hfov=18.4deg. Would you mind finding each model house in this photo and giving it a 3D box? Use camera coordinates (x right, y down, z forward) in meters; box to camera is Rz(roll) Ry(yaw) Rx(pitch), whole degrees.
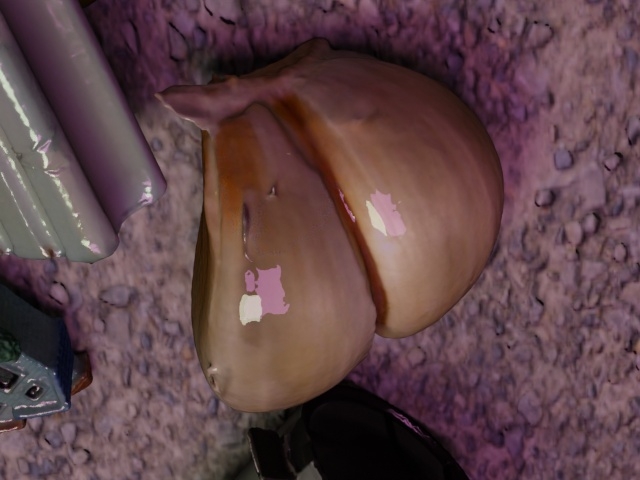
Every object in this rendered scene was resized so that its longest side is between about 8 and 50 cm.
[{"bbox_3d":[-0.271,0.123,1.749,0.148,0.119,0.148,29,118,-29],"label":"model house"}]

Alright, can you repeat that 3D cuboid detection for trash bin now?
[{"bbox_3d":[-0.008,0.297,1.807,0.277,0.217,0.262,27,118,-31],"label":"trash bin"}]

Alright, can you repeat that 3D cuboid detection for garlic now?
[{"bbox_3d":[0.000,0.000,1.642,0.249,0.286,0.313,17,128,40],"label":"garlic"}]

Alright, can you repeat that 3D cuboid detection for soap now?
[{"bbox_3d":[-0.281,-0.148,1.518,0.208,0.115,0.347,1,130,35],"label":"soap"}]

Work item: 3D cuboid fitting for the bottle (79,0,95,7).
[{"bbox_3d":[-0.096,-0.287,1.500,0.286,0.082,0.082,-34,119,18],"label":"bottle"}]
